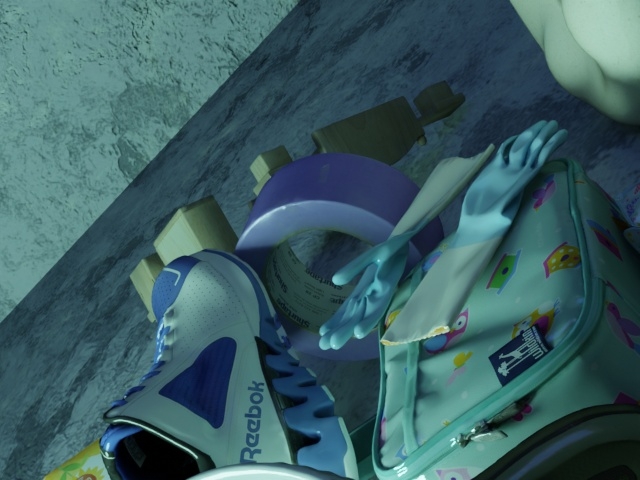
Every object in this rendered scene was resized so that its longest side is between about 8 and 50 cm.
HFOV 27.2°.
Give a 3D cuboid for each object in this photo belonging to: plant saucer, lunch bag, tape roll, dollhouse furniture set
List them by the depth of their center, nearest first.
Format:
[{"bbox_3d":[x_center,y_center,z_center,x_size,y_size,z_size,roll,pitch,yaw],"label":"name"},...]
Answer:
[{"bbox_3d":[0.250,-0.004,0.937,0.053,0.071,0.083,-41,20,15],"label":"lunch bag"},{"bbox_3d":[0.136,0.076,0.970,0.224,0.108,0.279,-38,19,25],"label":"lunch bag"},{"bbox_3d":[0.004,0.205,1.154,0.192,0.018,0.067,-38,21,26],"label":"plant saucer"},{"bbox_3d":[0.018,0.017,1.234,0.189,0.189,0.080,-36,21,33],"label":"tape roll"},{"bbox_3d":[0.000,0.000,1.561,0.355,0.174,0.303,-25,-10,-32],"label":"dollhouse furniture set"}]

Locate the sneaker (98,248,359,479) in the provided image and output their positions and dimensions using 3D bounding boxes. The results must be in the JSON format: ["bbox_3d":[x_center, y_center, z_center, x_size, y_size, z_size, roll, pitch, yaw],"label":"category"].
[{"bbox_3d":[-0.113,0.129,1.126,0.182,0.127,0.315,-14,36,-21],"label":"sneaker"}]

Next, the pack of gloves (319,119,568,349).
[{"bbox_3d":[0.084,-0.014,1.039,0.232,0.046,0.195,-54,16,-29],"label":"pack of gloves"}]

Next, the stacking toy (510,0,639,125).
[{"bbox_3d":[0.367,-0.352,1.121,0.480,0.350,0.350,-31,19,2],"label":"stacking toy"}]

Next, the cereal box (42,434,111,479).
[{"bbox_3d":[-0.138,0.246,1.165,0.173,0.047,0.240,-34,39,-3],"label":"cereal box"}]

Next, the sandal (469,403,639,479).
[{"bbox_3d":[0.094,0.211,0.791,0.303,0.120,0.086,-42,33,17],"label":"sandal"}]

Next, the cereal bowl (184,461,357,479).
[{"bbox_3d":[-0.006,0.292,0.695,0.339,0.141,0.339,-17,64,39],"label":"cereal bowl"}]
